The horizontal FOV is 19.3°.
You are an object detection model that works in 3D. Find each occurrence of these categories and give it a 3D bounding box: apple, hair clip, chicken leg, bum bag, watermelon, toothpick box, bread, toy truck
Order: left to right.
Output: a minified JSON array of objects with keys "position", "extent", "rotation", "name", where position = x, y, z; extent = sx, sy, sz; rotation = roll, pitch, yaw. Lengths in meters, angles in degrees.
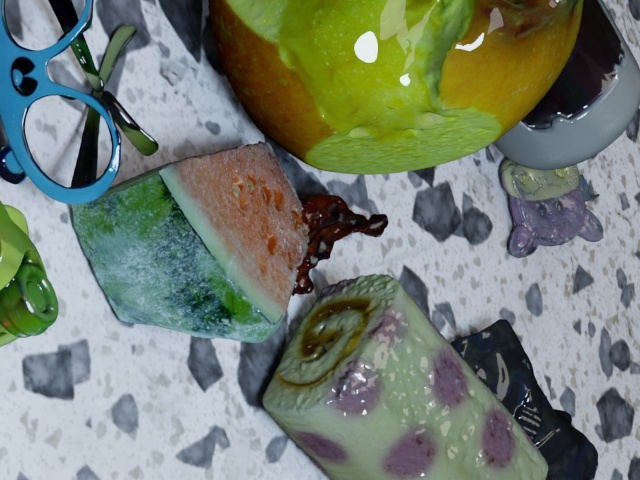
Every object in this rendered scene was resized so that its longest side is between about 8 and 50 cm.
[{"position":[-0.307,0.005,1.539],"extent":[0.187,0.148,0.210],"rotation":[51,24,-35],"name":"toy truck"},{"position":[-0.101,-0.010,1.830],"extent":[0.193,0.140,0.257],"rotation":[63,30,-13],"name":"watermelon"},{"position":[-0.003,-0.005,2.002],"extent":[0.219,0.048,0.089],"rotation":[-38,115,-50],"name":"chicken leg"},{"position":[0.088,-0.243,1.942],"extent":[0.384,0.374,0.374],"rotation":[-37,111,-50],"name":"apple"},{"position":[0.101,0.205,1.997],"extent":[0.338,0.155,0.187],"rotation":[50,50,-33],"name":"bread"},{"position":[0.245,0.221,2.251],"extent":[0.310,0.074,0.137],"rotation":[55,53,-27],"name":"bum bag"},{"position":[0.254,-0.225,2.278],"extent":[0.316,0.229,0.229],"rotation":[53,44,-32],"name":"toothpick box"},{"position":[0.293,-0.059,2.400],"extent":[0.187,0.056,0.146],"rotation":[-9,82,-50],"name":"hair clip"}]

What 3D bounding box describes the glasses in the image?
[{"position":[-0.205,-0.156,1.731],"extent":[0.207,0.102,0.239],"rotation":[-12,91,-53],"name":"glasses"}]
